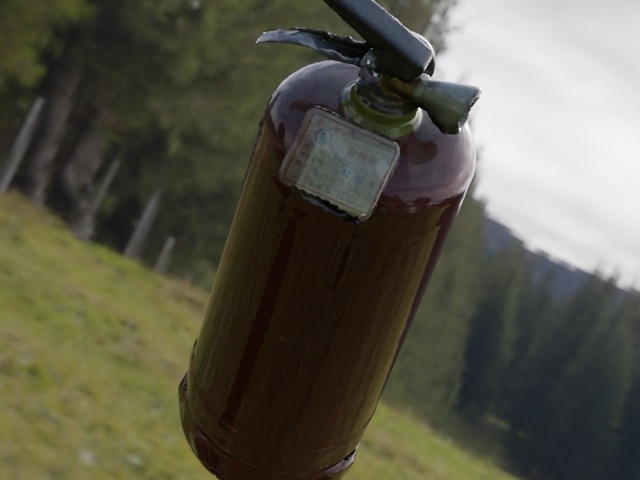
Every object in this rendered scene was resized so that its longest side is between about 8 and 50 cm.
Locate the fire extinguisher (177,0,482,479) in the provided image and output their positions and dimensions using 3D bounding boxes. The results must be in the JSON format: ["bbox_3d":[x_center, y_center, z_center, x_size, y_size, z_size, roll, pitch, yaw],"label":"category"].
[{"bbox_3d":[0.000,0.000,0.796,0.104,0.105,0.269,26,-44,7],"label":"fire extinguisher"}]
